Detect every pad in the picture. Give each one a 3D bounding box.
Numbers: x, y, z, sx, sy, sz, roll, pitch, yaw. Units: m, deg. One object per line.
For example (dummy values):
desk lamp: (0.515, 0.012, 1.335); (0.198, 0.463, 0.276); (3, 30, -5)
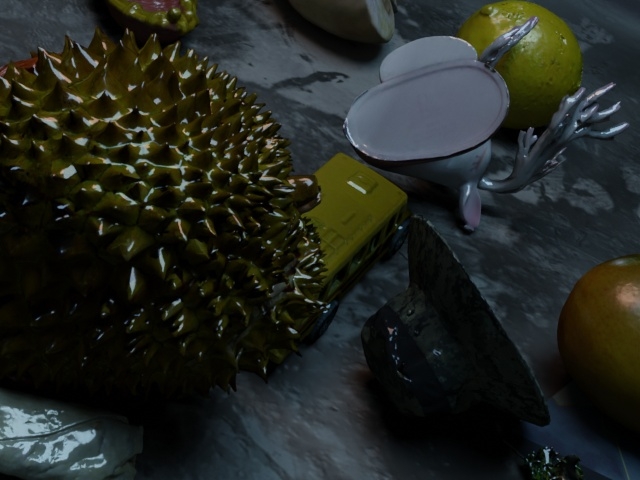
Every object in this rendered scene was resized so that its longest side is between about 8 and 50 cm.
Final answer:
pad: (0.325, 0.252, 1.540); (0.243, 0.004, 0.164); (38, 38, 20)

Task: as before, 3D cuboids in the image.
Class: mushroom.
mushroom: (0.011, -0.350, 2.048); (0.162, 0.173, 0.236); (-7, -13, 19)

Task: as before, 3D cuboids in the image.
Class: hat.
hat: (0.114, 0.111, 1.479); (0.128, 0.265, 0.265); (-32, 56, -8)

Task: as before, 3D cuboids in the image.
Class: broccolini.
broccolini: (0.194, 0.290, 1.406); (0.254, 0.071, 0.057); (-46, 115, -46)

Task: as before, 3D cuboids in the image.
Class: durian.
durian: (-0.183, -0.013, 1.293); (0.384, 0.347, 0.347); (-12, 33, 16)

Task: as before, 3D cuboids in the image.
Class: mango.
mango: (0.408, 0.140, 1.593); (0.317, 0.173, 0.211); (36, 35, 3)

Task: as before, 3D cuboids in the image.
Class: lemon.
lemon: (0.269, -0.237, 1.993); (0.206, 0.173, 0.173); (29, 30, -32)

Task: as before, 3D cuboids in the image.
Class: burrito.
burrito: (-0.290, 0.160, 1.265); (0.275, 0.059, 0.082); (17, 53, -9)

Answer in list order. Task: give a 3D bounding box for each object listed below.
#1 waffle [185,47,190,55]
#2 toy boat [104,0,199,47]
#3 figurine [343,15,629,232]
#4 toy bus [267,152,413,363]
waffle: (-0.119, -0.165, 1.796); (0.125, 0.032, 0.191); (16, 38, -8)
toy boat: (-0.230, -0.338, 1.905); (0.141, 0.099, 0.318); (8, 36, -26)
figurine: (0.202, -0.146, 1.751); (0.206, 0.284, 0.316); (48, 5, 17)
toy bus: (0.000, 0.000, 1.577); (0.121, 0.123, 0.335); (32, 37, 11)
